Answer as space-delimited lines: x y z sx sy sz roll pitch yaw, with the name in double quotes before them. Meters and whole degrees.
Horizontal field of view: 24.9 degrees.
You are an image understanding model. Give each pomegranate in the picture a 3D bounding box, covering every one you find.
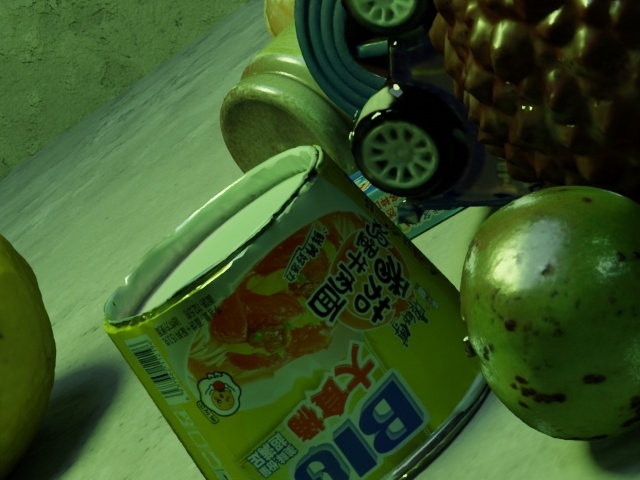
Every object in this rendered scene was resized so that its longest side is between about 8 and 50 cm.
"pomegranate" 0.131 0.026 0.638 0.142 0.115 0.114 -14 17 2

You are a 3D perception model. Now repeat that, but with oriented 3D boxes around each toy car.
"toy car" 0.108 -0.138 0.925 0.158 0.235 0.172 2 32 14

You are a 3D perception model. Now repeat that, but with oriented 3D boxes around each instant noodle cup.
"instant noodle cup" -0.021 0.053 0.827 0.205 0.153 0.205 -38 15 12

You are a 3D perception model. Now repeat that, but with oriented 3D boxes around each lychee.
"lychee" 0.181 -0.130 0.707 0.264 0.300 0.264 -4 51 5

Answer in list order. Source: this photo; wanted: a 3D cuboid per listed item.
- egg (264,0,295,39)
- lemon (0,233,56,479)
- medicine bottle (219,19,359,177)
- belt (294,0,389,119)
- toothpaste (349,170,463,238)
"egg" 0.038 -0.305 1.685 0.233 0.195 0.195 -45 13 14
"lemon" -0.388 0.103 1.258 0.336 0.336 0.336 -36 15 11
"medicine bottle" 0.058 -0.173 1.310 0.322 0.151 0.151 -48 17 -32
"belt" 0.133 -0.201 1.058 0.347 0.212 0.117 -17 16 46
"toothpaste" 0.000 0.000 1.126 0.272 0.053 0.066 -30 17 29
